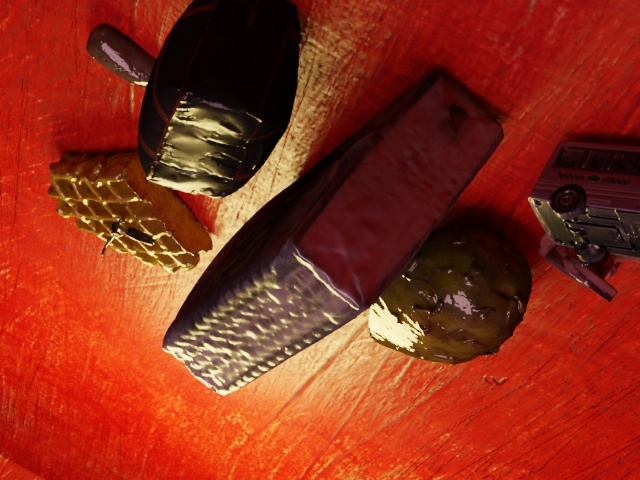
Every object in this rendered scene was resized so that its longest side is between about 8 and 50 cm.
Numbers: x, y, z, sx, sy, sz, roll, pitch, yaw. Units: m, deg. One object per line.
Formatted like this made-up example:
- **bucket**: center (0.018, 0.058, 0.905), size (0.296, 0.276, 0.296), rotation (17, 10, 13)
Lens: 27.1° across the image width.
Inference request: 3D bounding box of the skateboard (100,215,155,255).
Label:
- **skateboard**: center (-0.273, 0.002, 1.852), size (0.064, 0.032, 0.083), rotation (25, 151, -19)

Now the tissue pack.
- **tissue pack**: center (0.000, 0.000, 1.460), size (0.124, 0.288, 0.394), rotation (44, 149, -7)

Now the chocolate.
- **chocolate**: center (-0.239, -0.213, 1.596), size (0.101, 0.031, 0.064), rotation (36, 155, -15)

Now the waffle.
- **waffle**: center (-0.283, -0.036, 1.887), size (0.219, 0.057, 0.229), rotation (3, 143, 38)

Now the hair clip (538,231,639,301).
- **hair clip**: center (0.308, 0.002, 1.462), size (0.123, 0.102, 0.138), rotation (38, -178, -13)

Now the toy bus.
- **toy bus**: center (0.317, -0.037, 1.311), size (0.199, 0.108, 0.096), rotation (8, 149, 36)

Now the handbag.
- **handbag**: center (-0.106, -0.160, 1.425), size (0.155, 0.169, 0.215), rotation (17, 152, -11)

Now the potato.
- **potato**: center (0.142, 0.074, 1.603), size (0.176, 0.141, 0.298), rotation (42, 150, -3)
